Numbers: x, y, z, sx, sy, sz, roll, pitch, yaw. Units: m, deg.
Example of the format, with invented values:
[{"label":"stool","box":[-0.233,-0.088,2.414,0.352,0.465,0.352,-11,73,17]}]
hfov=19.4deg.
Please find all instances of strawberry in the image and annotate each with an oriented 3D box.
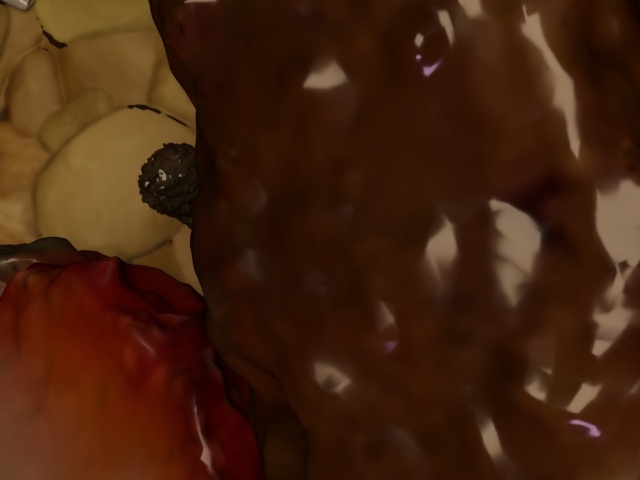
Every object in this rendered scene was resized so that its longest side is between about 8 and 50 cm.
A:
[{"label":"strawberry","box":[-0.064,0.157,0.731,0.336,0.149,0.265,49,114,29]}]

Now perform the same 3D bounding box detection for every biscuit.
[{"label":"biscuit","box":[0.087,0.006,0.657,0.166,0.342,0.395,-11,87,25]}]

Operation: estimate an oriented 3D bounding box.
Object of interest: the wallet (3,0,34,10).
[{"label":"wallet","box":[-0.165,-0.143,0.878,0.083,0.011,0.044,26,87,9]}]

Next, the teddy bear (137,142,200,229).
[{"label":"teddy bear","box":[-0.005,0.001,0.819,0.160,0.078,0.119,40,67,-8]}]
